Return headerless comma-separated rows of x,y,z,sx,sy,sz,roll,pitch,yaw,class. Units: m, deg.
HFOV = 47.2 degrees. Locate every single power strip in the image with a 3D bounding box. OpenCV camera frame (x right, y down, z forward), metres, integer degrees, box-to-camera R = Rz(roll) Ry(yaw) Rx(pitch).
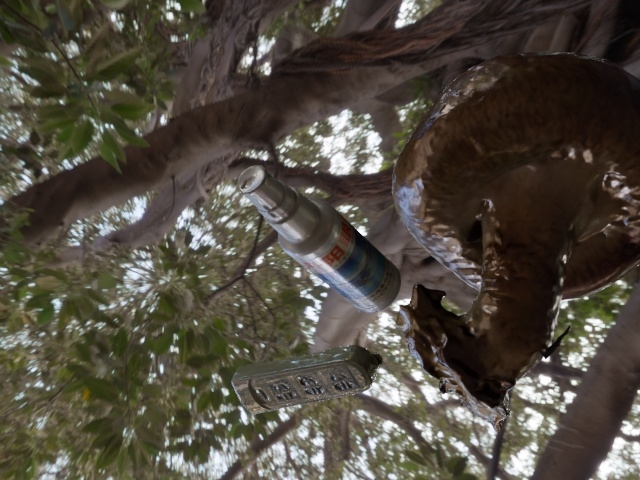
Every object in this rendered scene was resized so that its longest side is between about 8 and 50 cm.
-0.025,0.226,1.193,0.080,0.286,0.048,58,-146,-22,power strip

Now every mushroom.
0.233,-0.035,0.819,0.334,0.356,0.331,-32,-75,29,mushroom

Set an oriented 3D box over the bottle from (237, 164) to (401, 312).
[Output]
0.000,0.000,0.643,0.217,0.060,0.060,39,-103,-47,bottle
